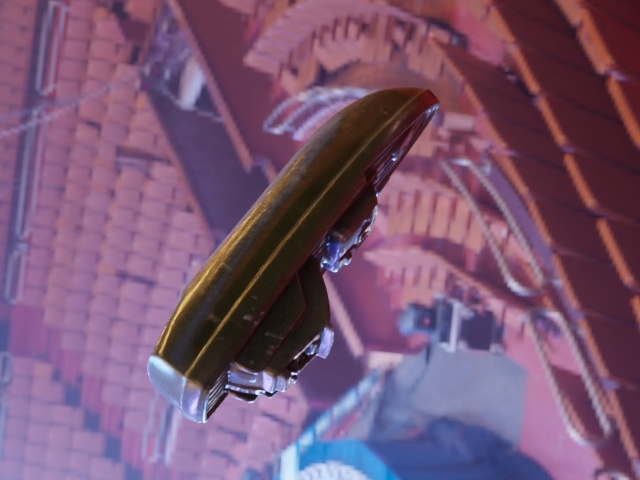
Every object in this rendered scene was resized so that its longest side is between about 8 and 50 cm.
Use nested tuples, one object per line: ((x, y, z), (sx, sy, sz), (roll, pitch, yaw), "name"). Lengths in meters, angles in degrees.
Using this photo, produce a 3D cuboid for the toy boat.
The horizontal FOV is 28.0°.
((0.000, 0.000, 0.759), (0.260, 0.085, 0.078), (-52, -12, -28), "toy boat")
